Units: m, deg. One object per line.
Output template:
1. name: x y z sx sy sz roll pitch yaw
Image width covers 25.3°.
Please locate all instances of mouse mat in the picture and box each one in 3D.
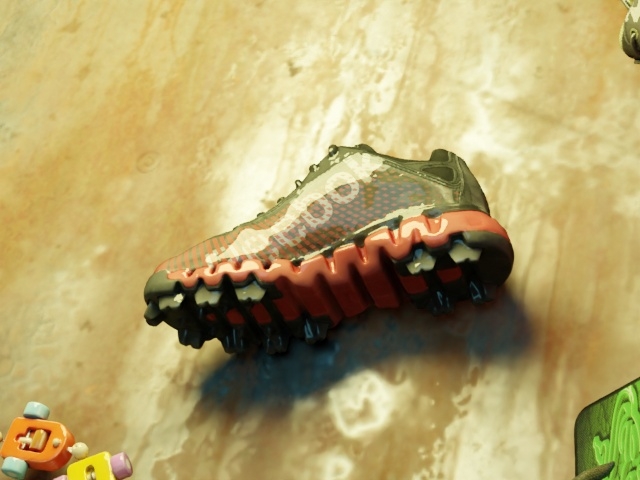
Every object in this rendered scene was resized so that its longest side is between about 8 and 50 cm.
1. mouse mat: 0.202 0.167 0.881 0.007 0.152 0.190 20 56 -20

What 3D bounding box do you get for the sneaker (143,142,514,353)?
1. sneaker: 0.000 0.000 1.066 0.276 0.097 0.135 -13 56 8

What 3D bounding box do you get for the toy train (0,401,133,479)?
1. toy train: -0.198 0.202 1.038 0.125 0.046 0.166 0 56 20

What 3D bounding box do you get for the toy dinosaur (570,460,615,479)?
1. toy dinosaur: 0.101 0.279 0.863 0.160 0.121 0.313 37 70 21

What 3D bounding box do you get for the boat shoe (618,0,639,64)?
1. boat shoe: 0.266 -0.160 1.095 0.073 0.080 0.223 -19 49 13
